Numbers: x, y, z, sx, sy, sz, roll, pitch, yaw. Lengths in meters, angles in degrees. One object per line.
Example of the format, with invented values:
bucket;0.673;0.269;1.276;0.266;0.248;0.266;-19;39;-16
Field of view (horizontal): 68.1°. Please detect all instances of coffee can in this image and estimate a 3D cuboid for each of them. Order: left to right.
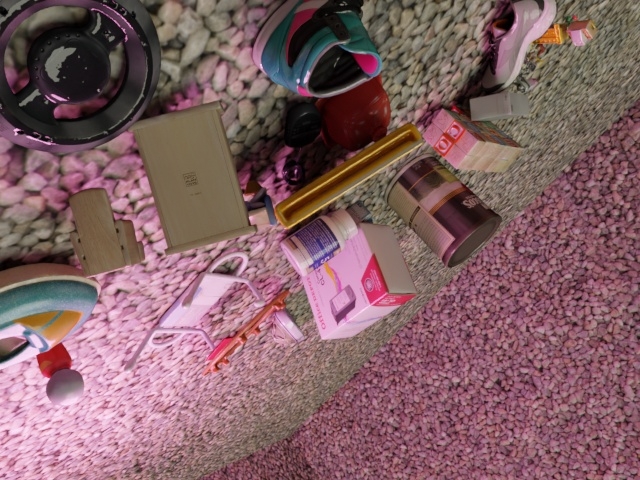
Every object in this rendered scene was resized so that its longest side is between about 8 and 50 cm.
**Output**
coffee can;0.346;-0.087;1.366;0.201;0.275;0.201;-31;154;-18

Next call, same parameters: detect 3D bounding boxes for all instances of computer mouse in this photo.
computer mouse;-0.046;-0.191;0.954;0.071;0.041;0.242;-19;156;-20

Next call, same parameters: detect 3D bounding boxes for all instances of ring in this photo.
ring;-0.203;0.269;1.357;0.336;0.032;0.336;-45;174;-6

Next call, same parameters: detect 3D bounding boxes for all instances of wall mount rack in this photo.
wall mount rack;-0.296;0.178;1.102;0.350;0.130;0.304;-47;154;14

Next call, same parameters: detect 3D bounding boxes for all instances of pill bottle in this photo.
pill bottle;0.000;0.000;1.233;0.186;0.112;0.112;-34;154;-11

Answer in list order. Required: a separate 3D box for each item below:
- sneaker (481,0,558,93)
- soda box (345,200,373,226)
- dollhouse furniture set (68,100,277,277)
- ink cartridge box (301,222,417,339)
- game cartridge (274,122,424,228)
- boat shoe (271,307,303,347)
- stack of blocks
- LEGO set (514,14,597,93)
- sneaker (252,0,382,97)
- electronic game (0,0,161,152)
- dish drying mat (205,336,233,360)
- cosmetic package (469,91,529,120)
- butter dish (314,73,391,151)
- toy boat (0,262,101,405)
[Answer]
sneaker;0.434;-0.461;1.109;0.108;0.100;0.271;0;152;-7
soda box;0.116;-0.040;1.387;0.063;0.058;0.183;-36;155;-6
dollhouse furniture set;-0.239;-0.085;0.828;0.286;0.198;0.303;-15;-176;-2
ink cartridge box;0.100;0.123;1.355;0.131;0.226;0.306;4;145;-40
game cartridge;0.043;-0.125;0.958;0.285;0.053;0.324;-32;-174;1
boat shoe;-0.116;0.310;1.594;0.094;0.109;0.302;-33;157;-8
stack of blocks;0.396;-0.271;1.255;0.297;0.171;0.087;-7;140;-48
LEGO set;0.559;-0.491;1.160;0.107;0.132;0.287;-39;178;-13
sneaker;0.039;-0.324;0.673;0.295;0.178;0.124;-50;153;20
electronic game;-0.298;-0.207;0.562;0.229;0.048;0.229;-35;150;-24
dish drying mat;-0.253;0.269;1.180;0.083;0.008;0.032;-48;158;15
cosmetic package;0.482;-0.357;1.264;0.099;0.060;0.239;-4;-170;34
butter dish;0.087;-0.242;0.945;0.160;0.118;0.160;-36;155;-5
toy boat;-0.491;0.176;0.813;0.267;0.148;0.318;-28;152;-24
